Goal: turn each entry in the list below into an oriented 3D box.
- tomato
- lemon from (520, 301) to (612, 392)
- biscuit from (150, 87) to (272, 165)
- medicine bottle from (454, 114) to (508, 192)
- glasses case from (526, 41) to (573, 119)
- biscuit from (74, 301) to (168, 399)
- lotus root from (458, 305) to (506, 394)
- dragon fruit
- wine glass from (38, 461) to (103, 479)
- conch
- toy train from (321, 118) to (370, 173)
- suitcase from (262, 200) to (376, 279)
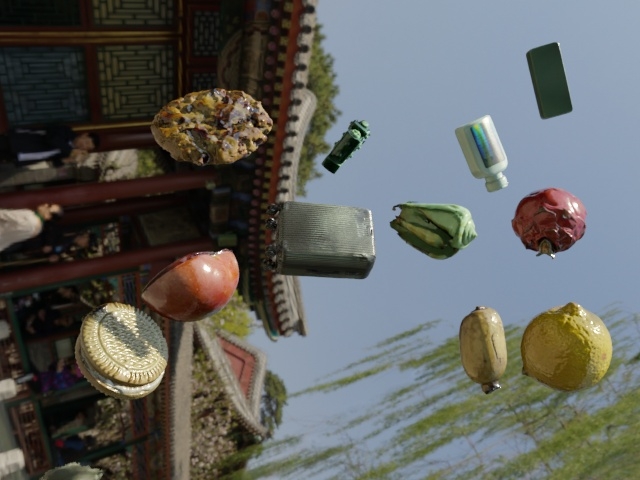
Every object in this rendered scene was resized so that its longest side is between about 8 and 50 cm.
[{"bbox_3d":[-0.263,0.115,1.175,0.199,0.228,0.112,-41,-106,27],"label":"tomato"},{"bbox_3d":[0.673,0.291,1.514,0.228,0.228,0.253,53,-38,40],"label":"lemon"},{"bbox_3d":[-0.297,-0.330,1.537,0.289,0.334,0.081,47,-33,28],"label":"biscuit"},{"bbox_3d":[0.516,-0.266,1.731,0.229,0.121,0.083,66,-24,-5],"label":"medicine bottle"},{"bbox_3d":[0.594,-0.412,1.433,0.039,0.078,0.184,-56,131,-80],"label":"glasses case"},{"bbox_3d":[-0.501,0.277,1.407,0.079,0.259,0.259,-44,-123,25],"label":"biscuit"},{"bbox_3d":[0.535,0.358,1.814,0.146,0.160,0.284,-25,-112,54],"label":"lotus root"},{"bbox_3d":[0.569,-0.049,1.380,0.172,0.209,0.172,16,-57,26],"label":"dragon fruit"},{"bbox_3d":[-0.251,0.372,0.577,0.074,0.074,0.262,108,-32,-44],"label":"wine glass"},{"bbox_3d":[0.181,-0.018,0.933,0.170,0.106,0.079,16,-38,41],"label":"conch"},{"bbox_3d":[0.078,-0.278,1.613,0.071,0.111,0.170,39,-45,-3],"label":"toy train"},{"bbox_3d":[0.000,0.000,1.544,0.128,0.312,0.202,106,-13,-53],"label":"suitcase"}]
